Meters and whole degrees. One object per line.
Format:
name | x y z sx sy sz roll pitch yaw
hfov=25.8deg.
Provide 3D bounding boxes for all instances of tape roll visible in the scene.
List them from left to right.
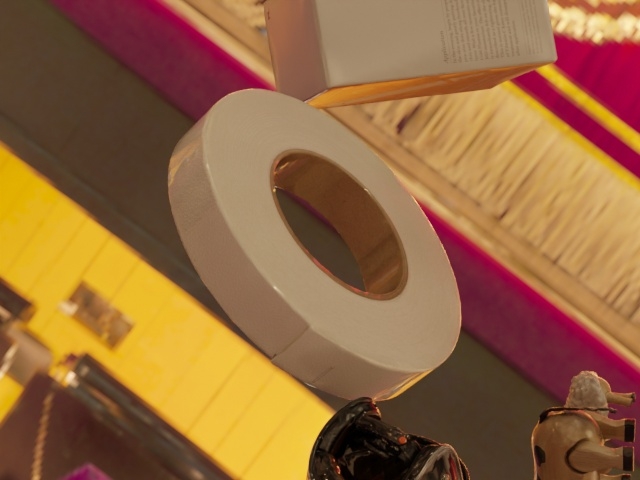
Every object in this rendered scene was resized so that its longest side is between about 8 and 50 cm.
tape roll | 0.000 0.000 1.577 0.392 0.072 0.392 34 33 -25

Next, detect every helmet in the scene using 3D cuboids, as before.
helmet | 0.068 0.255 1.420 0.169 0.169 0.161 45 -14 40

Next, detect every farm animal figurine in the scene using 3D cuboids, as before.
farm animal figurine | 0.333 0.369 1.903 0.172 0.327 0.330 4 12 12

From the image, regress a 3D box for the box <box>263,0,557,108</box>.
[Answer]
box | 0.121 -0.294 1.967 0.345 0.168 0.215 -9 -1 -19
